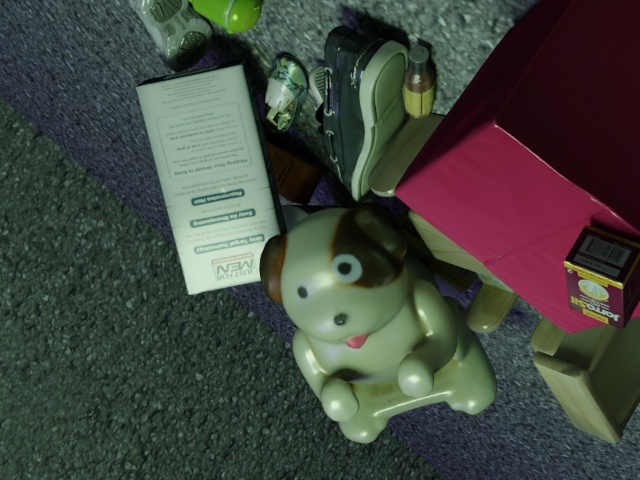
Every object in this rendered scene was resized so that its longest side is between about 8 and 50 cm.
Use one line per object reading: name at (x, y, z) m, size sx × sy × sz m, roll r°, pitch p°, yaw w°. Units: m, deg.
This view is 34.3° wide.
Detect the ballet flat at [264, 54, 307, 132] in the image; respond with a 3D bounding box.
ballet flat at (-0.060, -0.221, 1.628) m, size 0.070 × 0.070 × 0.188 m, roll 33°, pitch 163°, yaw 10°

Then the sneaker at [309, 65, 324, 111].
sneaker at (0.009, -0.208, 1.551) m, size 0.070 × 0.051 × 0.134 m, roll 10°, pitch 154°, yaw 45°

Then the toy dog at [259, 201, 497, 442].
toy dog at (0.085, 0.096, 1.633) m, size 0.285 × 0.395 × 0.408 m, roll -10°, pitch 152°, yaw 21°

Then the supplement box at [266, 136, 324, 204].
supplement box at (-0.113, -0.150, 1.868) m, size 0.233 × 0.078 × 0.080 m, roll 30°, pitch -170°, yaw 21°

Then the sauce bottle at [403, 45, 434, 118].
sauce bottle at (0.129, -0.206, 1.343) m, size 0.042 × 0.042 × 0.128 m, roll 31°, pitch 161°, yaw 16°

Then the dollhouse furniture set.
dollhouse furniture set at (0.272, 0.064, 1.414) m, size 0.394 × 0.256 × 0.362 m, roll 20°, pitch 156°, yaw 43°

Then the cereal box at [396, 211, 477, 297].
cereal box at (0.180, 0.043, 1.896) m, size 0.173 × 0.047 × 0.240 m, roll 37°, pitch 163°, yaw 1°

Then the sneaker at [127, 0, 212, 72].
sneaker at (-0.244, -0.357, 1.621) m, size 0.115 × 0.090 × 0.232 m, roll 48°, pitch 170°, yaw 25°

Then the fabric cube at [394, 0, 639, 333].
fabric cube at (0.273, -0.092, 1.005) m, size 0.259 × 0.254 × 0.258 m, roll 38°, pitch 161°, yaw -5°

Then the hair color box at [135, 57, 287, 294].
hair color box at (-0.165, -0.103, 1.669) m, size 0.105 × 0.174 × 0.347 m, roll -85°, pitch -16°, yaw -75°

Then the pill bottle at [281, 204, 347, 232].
pill bottle at (0.000, 0.000, 1.869) m, size 0.130 × 0.130 × 0.246 m, roll 28°, pitch -166°, yaw 25°

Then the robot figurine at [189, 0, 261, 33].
robot figurine at (-0.133, -0.336, 1.457) m, size 0.115 × 0.067 × 0.101 m, roll 31°, pitch 151°, yaw 15°

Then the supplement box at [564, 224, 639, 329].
supplement box at (0.243, 0.032, 0.887) m, size 0.055 × 0.043 × 0.083 m, roll 23°, pitch 157°, yaw 29°

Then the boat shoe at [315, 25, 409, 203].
boat shoe at (0.046, -0.174, 1.444) m, size 0.113 × 0.127 × 0.340 m, roll 33°, pitch 162°, yaw 16°
